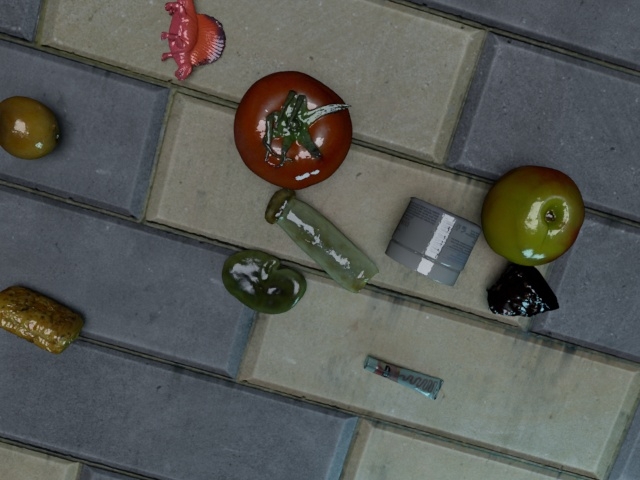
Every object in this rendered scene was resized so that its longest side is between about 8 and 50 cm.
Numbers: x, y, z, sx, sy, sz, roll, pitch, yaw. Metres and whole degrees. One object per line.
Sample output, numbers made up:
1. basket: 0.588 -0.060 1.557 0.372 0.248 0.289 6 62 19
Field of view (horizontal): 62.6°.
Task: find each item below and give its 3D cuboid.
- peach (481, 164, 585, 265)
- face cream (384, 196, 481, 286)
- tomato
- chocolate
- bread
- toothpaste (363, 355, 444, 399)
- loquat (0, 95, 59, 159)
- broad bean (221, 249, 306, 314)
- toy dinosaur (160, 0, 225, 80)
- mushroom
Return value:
1. peach: 0.469 -0.055 1.175 0.231 0.231 0.230 0 99 1
2. face cream: 0.257 0.000 1.204 0.178 0.177 0.152 24 96 -3
3. tomato: -0.059 -0.236 1.146 0.256 0.224 0.255 0 95 -1
4. chocolate: 0.464 0.131 1.261 0.133 0.156 0.156 -38 97 30
5. bread: -0.690 0.189 1.277 0.211 0.114 0.083 25 114 -4
6. toothpaste: 0.209 0.344 1.330 0.205 0.036 0.056 22 97 -7
7. loquat: -0.664 -0.256 1.193 0.141 0.141 0.140 0 99 1
8. broad bean: -0.138 0.105 1.285 0.207 0.072 0.153 13 96 10
9. toy dinosaur: -0.280 -0.503 1.196 0.139 0.070 0.285 8 96 -11
10. mushroom: 0.000 0.000 1.258 0.312 0.081 0.100 41 100 -10
